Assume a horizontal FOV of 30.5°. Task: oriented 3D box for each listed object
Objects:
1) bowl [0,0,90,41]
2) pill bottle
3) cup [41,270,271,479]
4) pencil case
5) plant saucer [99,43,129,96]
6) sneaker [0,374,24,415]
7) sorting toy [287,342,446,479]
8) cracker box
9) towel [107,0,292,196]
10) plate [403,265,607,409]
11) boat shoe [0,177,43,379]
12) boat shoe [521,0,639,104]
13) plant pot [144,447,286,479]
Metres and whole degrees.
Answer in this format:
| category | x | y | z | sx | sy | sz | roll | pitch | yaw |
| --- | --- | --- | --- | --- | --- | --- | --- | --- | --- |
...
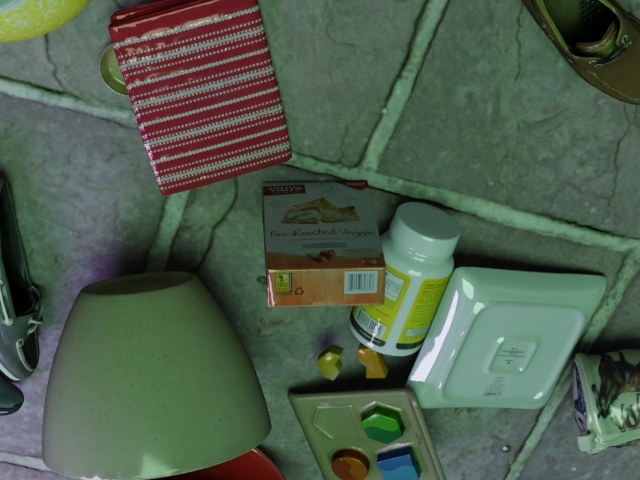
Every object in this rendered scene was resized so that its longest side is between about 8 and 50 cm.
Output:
| category | x | y | z | sx | sy | sz | roll | pitch | yaw |
| --- | --- | --- | --- | --- | --- | --- | --- | --- | --- |
| bowl | -0.392 | -0.352 | 1.395 | 0.289 | 0.156 | 0.289 | -3 | 123 | -4 |
| pill bottle | 0.126 | 0.056 | 1.725 | 0.119 | 0.119 | 0.208 | 12 | 121 | -13 |
| cup | -0.247 | 0.175 | 1.683 | 0.331 | 0.331 | 0.237 | -6 | 98 | -1 |
| pencil case | 0.591 | 0.250 | 1.854 | 0.410 | 0.183 | 0.160 | -4 | 124 | -2 |
| plant saucer | -0.253 | -0.233 | 1.566 | 0.083 | 0.015 | 0.083 | -3 | 122 | -4 |
| sneaker | -0.543 | 0.188 | 1.773 | 0.223 | 0.083 | 0.098 | 26 | 112 | -19 |
| sorting toy | 0.059 | 0.288 | 1.862 | 0.229 | 0.041 | 0.307 | -4 | 126 | 26 |
| cracker box | 0.000 | 0.000 | 1.609 | 0.155 | 0.232 | 0.067 | -2 | 121 | -4 |
| towel | -0.156 | -0.202 | 1.577 | 0.198 | 0.031 | 0.275 | -16 | 124 | -5 |
| plate | 0.289 | 0.168 | 1.819 | 0.277 | 0.045 | 0.278 | 4 | 124 | -24 |
| boat shoe | -0.450 | 0.060 | 1.680 | 0.095 | 0.112 | 0.335 | -10 | 120 | 7 |
| boat shoe | 0.358 | -0.268 | 1.546 | 0.307 | 0.104 | 0.111 | 35 | 113 | -24 |
| plant pot | -0.209 | 0.478 | 1.899 | 0.275 | 0.275 | 0.243 | 24 | 128 | -19 |
